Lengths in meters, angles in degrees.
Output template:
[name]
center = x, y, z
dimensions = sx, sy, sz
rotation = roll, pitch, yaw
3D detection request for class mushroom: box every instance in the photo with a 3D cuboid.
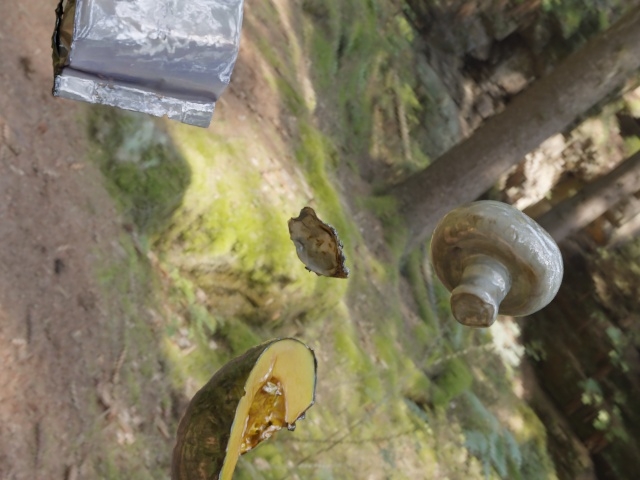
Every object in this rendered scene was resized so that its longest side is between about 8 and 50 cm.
[mushroom]
center = 0.295, 0.060, 1.576
dimensions = 0.243, 0.243, 0.243
rotation = 50, 9, -11

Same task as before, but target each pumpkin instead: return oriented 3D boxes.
[pumpkin]
center = -0.134, 0.232, 1.290
dimensions = 0.312, 0.148, 0.169
rotation = -42, 130, -57

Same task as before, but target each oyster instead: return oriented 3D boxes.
[oyster]
center = 0.003, 0.008, 1.550
dimensions = 0.051, 0.103, 0.148
rotation = -16, 74, -43

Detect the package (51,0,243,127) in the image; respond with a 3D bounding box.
[package]
center = -0.184, -0.264, 0.993
dimensions = 0.204, 0.251, 0.062
rotation = 7, 16, -36
